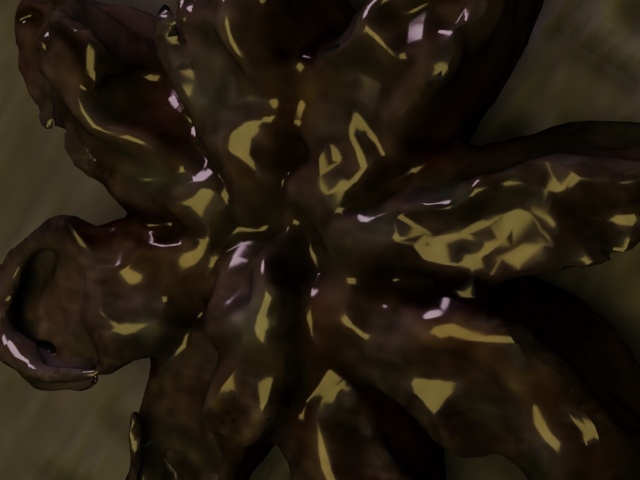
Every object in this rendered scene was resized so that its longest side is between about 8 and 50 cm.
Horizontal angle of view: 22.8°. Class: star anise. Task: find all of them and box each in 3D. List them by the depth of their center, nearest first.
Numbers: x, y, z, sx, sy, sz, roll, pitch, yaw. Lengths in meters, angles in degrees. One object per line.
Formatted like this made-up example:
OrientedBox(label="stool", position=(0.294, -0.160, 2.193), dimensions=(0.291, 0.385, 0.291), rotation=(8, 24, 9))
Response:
OrientedBox(label="star anise", position=(0.002, 0.001, 0.586), dimensions=(0.331, 0.117, 0.332), rotation=(5, 103, 22))
